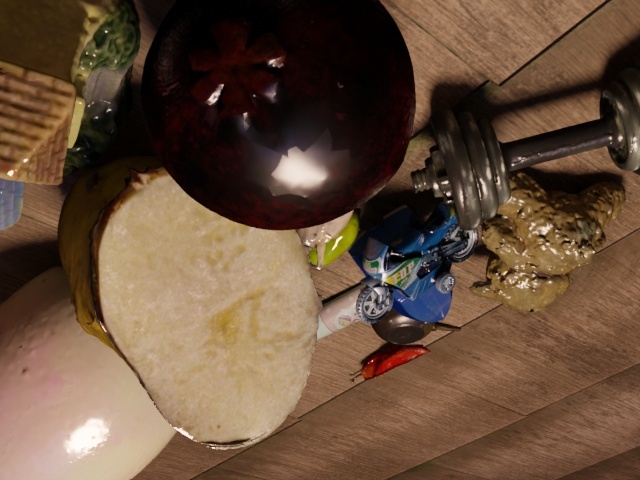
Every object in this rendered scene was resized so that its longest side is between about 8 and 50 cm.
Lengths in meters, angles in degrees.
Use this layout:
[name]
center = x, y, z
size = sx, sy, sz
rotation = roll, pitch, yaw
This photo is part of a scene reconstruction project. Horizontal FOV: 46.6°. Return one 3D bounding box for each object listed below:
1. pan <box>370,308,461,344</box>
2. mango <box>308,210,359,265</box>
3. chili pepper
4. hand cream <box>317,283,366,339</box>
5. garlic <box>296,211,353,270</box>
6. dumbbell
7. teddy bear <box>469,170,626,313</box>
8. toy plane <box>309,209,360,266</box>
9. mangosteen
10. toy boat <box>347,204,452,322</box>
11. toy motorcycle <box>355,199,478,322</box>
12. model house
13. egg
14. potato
[pan]
center = 0.205, 0.171, 1.499
size = 0.201, 0.048, 0.128
rotation = 1, 145, -8
[mango]
center = 0.018, -0.007, 1.186
size = 0.056, 0.073, 0.108
rotation = 28, 99, -48
[chili pepper]
center = 0.142, 0.258, 1.582
size = 0.059, 0.050, 0.268
rotation = -18, 168, -37
[hand cream]
center = 0.028, 0.142, 1.438
size = 0.331, 0.058, 0.085
rotation = -28, 118, 19
[garlic]
center = -0.058, -0.031, 1.113
size = 0.229, 0.178, 0.143
rotation = -38, 112, 19
[dumbbell]
center = 0.324, -0.132, 1.028
size = 0.406, 0.179, 0.179
rotation = -14, 142, 8
[teddy bear]
center = 0.368, 0.018, 1.248
size = 0.267, 0.156, 0.256
rotation = 2, 143, -14
[toy plane]
center = 0.000, 0.000, 1.254
size = 0.167, 0.054, 0.062
rotation = -25, 113, 23
[mangosteen]
center = -0.035, -0.155, 0.857
size = 0.306, 0.307, 0.347
rotation = -19, 170, 15
[toy boat]
center = 0.160, 0.064, 1.310
size = 0.129, 0.088, 0.295
rotation = -36, 133, 4
[toy motorcycle]
center = 0.146, 0.020, 1.154
size = 0.254, 0.092, 0.136
rotation = -33, 122, -18
[model house]
center = -0.359, -0.129, 0.856
size = 0.261, 0.266, 0.321
rotation = 13, 138, -18
[egg]
center = -0.429, 0.271, 1.201
size = 0.354, 0.340, 0.354
rotation = 30, 151, 19
[potato]
center = -0.201, 0.059, 1.052
size = 0.397, 0.290, 0.296
rotation = 55, 158, -21
